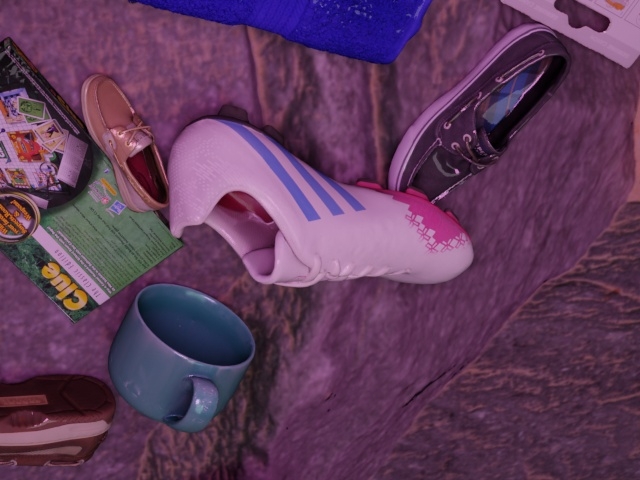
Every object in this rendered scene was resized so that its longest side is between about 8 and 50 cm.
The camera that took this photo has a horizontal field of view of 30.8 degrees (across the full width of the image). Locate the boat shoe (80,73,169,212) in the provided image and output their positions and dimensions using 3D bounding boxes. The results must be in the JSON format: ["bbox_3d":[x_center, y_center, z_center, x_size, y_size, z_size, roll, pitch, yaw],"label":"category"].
[{"bbox_3d":[-0.168,-0.087,1.039,0.050,0.045,0.135,-44,123,-36],"label":"boat shoe"}]

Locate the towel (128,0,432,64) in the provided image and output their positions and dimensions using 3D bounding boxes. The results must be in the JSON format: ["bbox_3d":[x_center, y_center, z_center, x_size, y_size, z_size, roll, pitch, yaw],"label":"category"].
[{"bbox_3d":[-0.030,-0.268,0.915,0.308,0.076,0.228,10,115,-25],"label":"towel"}]

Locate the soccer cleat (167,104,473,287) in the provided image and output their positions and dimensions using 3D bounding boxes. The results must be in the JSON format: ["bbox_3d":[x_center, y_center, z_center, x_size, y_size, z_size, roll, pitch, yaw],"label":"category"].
[{"bbox_3d":[0.000,0.000,1.094,0.331,0.143,0.116,23,143,-24],"label":"soccer cleat"}]

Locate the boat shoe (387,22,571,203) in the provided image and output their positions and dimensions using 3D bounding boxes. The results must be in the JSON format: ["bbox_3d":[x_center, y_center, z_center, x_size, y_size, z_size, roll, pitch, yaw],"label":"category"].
[{"bbox_3d":[0.158,-0.109,1.136,0.228,0.076,0.080,-45,123,10],"label":"boat shoe"}]

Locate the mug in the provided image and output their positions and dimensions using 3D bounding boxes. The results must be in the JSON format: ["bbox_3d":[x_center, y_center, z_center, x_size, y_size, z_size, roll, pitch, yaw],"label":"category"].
[{"bbox_3d":[-0.144,0.123,1.121,0.129,0.158,0.097,32,113,4],"label":"mug"}]

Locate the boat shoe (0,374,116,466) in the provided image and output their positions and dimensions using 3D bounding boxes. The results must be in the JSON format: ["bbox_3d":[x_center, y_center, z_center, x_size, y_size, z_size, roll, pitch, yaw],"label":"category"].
[{"bbox_3d":[-0.333,0.188,1.133,0.257,0.095,0.095,7,123,-23],"label":"boat shoe"}]

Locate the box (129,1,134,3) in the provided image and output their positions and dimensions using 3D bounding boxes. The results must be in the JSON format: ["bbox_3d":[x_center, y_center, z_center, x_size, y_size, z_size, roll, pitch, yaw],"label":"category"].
[{"bbox_3d":[-0.081,-0.310,0.949,0.220,0.051,0.175,-19,124,-8],"label":"box"}]

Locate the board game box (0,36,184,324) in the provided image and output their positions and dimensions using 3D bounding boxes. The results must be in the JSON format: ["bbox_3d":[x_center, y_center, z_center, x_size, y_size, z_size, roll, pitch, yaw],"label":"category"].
[{"bbox_3d":[-0.253,-0.047,1.060,0.136,0.030,0.260,-36,124,1],"label":"board game box"}]

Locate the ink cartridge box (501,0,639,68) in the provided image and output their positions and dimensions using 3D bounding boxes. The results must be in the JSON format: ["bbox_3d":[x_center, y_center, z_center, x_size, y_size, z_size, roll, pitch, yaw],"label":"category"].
[{"bbox_3d":[0.292,-0.294,1.097,0.181,0.056,0.225,20,121,-28],"label":"ink cartridge box"}]
